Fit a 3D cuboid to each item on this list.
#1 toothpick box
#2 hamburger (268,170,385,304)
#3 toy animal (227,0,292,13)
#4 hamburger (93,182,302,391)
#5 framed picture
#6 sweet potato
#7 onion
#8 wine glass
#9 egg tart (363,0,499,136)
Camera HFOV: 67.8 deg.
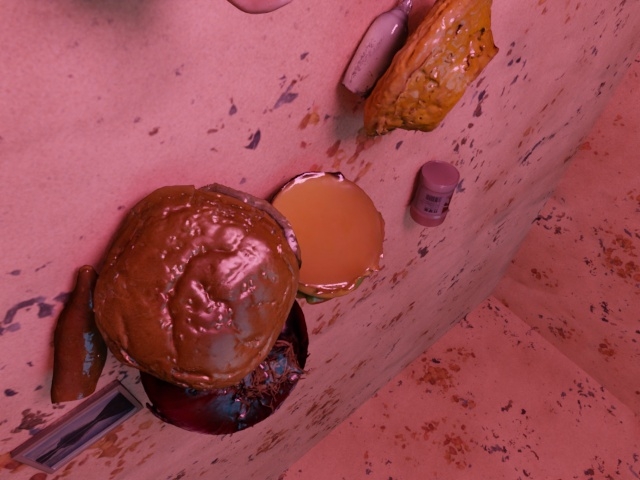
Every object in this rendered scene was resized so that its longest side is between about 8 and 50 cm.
[{"bbox_3d":[0.292,-0.119,1.231,0.098,0.098,0.149,-31,148,-27],"label":"toothpick box"},{"bbox_3d":[0.000,0.000,0.859,0.237,0.237,0.149,-37,171,-18],"label":"hamburger"},{"bbox_3d":[-0.123,-0.303,0.309,0.212,0.195,0.256,-17,144,-31],"label":"toy animal"},{"bbox_3d":[-0.164,0.060,0.670,0.134,0.265,0.285,-155,-93,-82],"label":"hamburger"},{"bbox_3d":[-0.452,0.359,0.911,0.203,0.015,0.150,-34,151,-23],"label":"framed picture"},{"bbox_3d":[-0.348,0.139,0.703,0.077,0.077,0.244,-5,119,-52],"label":"sweet potato"},{"bbox_3d":[-0.177,0.198,0.871,0.313,0.232,0.314,-9,106,-33],"label":"onion"},{"bbox_3d":[0.116,-0.335,0.733,0.074,0.074,0.262,1,128,-55],"label":"wine glass"},{"bbox_3d":[0.184,-0.268,0.752,0.294,0.123,0.294,-55,178,-2],"label":"egg tart"}]
